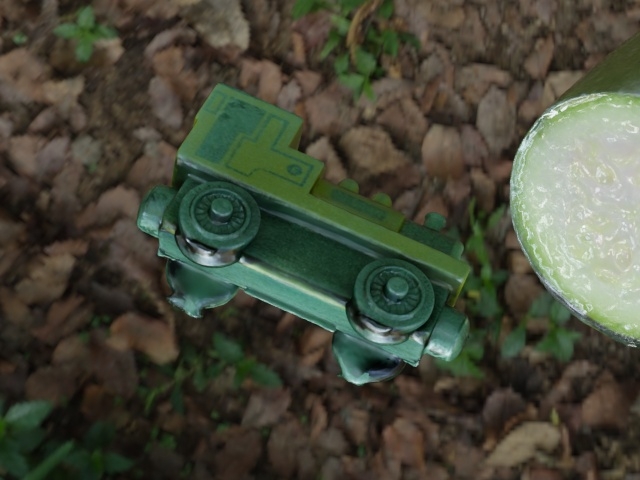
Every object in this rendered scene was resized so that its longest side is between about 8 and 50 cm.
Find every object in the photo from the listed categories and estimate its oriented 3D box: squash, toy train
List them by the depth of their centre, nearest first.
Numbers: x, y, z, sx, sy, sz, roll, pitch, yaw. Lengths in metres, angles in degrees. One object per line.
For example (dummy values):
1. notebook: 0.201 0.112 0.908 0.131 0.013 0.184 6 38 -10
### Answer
1. squash: 0.375 -0.094 1.453 0.263 0.384 0.263 19 127 28
2. toy train: 0.000 0.000 1.611 0.369 0.237 0.150 24 142 5
